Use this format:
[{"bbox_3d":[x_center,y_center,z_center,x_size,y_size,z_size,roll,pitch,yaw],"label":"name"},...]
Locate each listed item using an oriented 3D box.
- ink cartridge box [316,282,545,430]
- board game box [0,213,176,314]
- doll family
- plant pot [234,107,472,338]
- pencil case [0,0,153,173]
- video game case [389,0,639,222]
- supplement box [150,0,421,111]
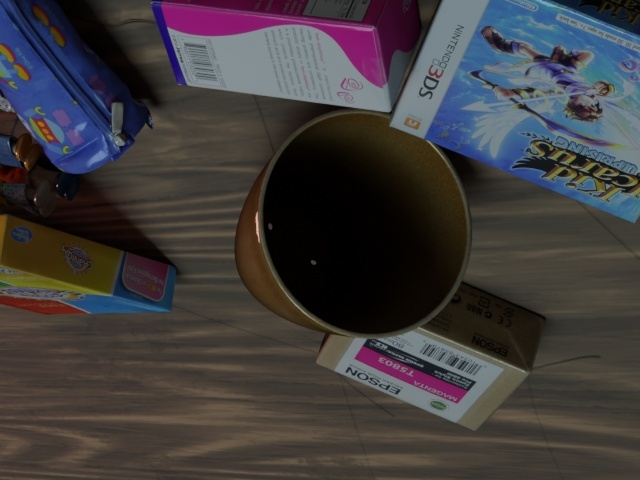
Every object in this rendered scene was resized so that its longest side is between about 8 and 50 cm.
[{"bbox_3d":[0.132,0.126,1.687,0.234,0.088,0.193,22,146,-2],"label":"ink cartridge box"},{"bbox_3d":[-0.379,0.037,1.757,0.242,0.064,0.316,-3,166,34],"label":"board game box"},{"bbox_3d":[-0.415,-0.102,1.641,0.163,0.118,0.263,11,146,17],"label":"doll family"},{"bbox_3d":[0.000,0.000,1.482,0.237,0.237,0.254,32,160,-16],"label":"plant pot"},{"bbox_3d":[-0.296,-0.197,1.430,0.133,0.119,0.306,26,157,42],"label":"pencil case"},{"bbox_3d":[0.222,-0.145,1.262,0.269,0.061,0.244,22,149,0],"label":"video game case"},{"bbox_3d":[-0.028,-0.207,1.269,0.220,0.114,0.111,11,145,19],"label":"supplement box"}]
